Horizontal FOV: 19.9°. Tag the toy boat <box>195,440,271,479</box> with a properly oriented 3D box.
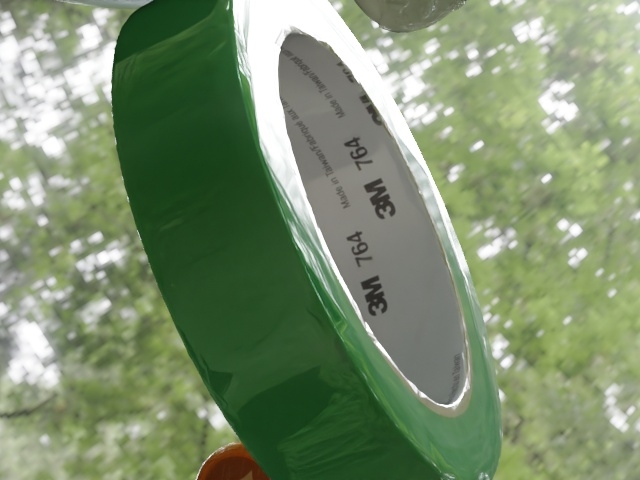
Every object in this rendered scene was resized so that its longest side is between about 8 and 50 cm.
[{"bbox_3d":[-0.051,0.190,1.046,0.151,0.231,0.151,11,-92,-14],"label":"toy boat"}]

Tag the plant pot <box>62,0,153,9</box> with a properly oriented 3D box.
[{"bbox_3d":[-0.143,-0.287,1.206,0.235,0.293,0.293,22,-55,-11],"label":"plant pot"}]

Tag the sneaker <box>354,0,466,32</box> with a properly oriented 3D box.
[{"bbox_3d":[0.025,-0.205,0.766,0.094,0.090,0.235,6,-81,42],"label":"sneaker"}]

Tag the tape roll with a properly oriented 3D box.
[{"bbox_3d":[0.000,0.000,1.019,0.077,0.321,0.321,-24,-83,17],"label":"tape roll"}]
